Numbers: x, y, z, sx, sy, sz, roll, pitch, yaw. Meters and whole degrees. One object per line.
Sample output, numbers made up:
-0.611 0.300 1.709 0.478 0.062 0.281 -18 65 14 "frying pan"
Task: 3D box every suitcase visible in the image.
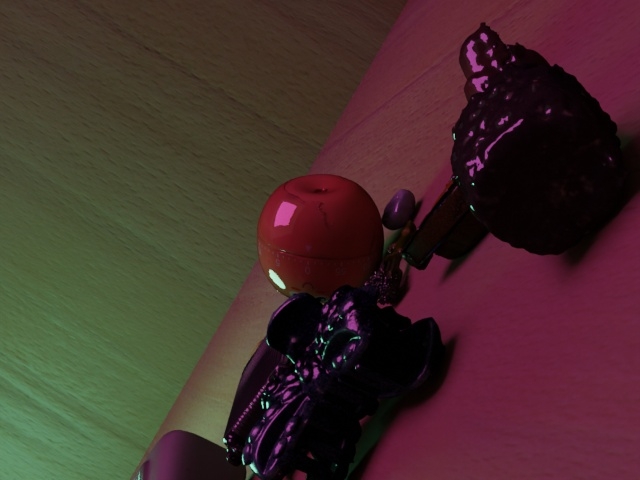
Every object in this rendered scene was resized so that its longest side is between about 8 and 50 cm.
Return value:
-0.055 0.242 1.825 0.202 0.128 0.312 -55 8 21 "suitcase"

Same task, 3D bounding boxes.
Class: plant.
0.229 -0.101 1.213 0.178 0.204 0.234 -46 23 17 "plant"

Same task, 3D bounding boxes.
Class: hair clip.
0.020 0.183 1.452 0.310 0.194 0.206 -54 16 21 "hair clip"

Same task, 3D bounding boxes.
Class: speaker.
-0.298 0.555 1.972 0.406 0.183 0.184 -56 14 18 "speaker"

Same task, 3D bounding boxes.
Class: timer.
0.000 0.000 1.983 0.230 0.229 0.215 -77 -13 -64 "timer"

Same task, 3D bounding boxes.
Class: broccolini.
0.130 0.036 1.820 0.067 0.058 0.216 -50 2 34 "broccolini"

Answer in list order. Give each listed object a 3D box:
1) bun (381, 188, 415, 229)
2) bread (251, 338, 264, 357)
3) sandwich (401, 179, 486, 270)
0.144 -0.052 1.995 0.083 0.045 0.083 -58 11 18 "bun"
-0.117 0.244 2.408 0.082 0.056 0.115 -63 9 -22 "bread"
0.208 -0.050 1.563 0.235 0.079 0.159 -54 -1 6 "sandwich"
